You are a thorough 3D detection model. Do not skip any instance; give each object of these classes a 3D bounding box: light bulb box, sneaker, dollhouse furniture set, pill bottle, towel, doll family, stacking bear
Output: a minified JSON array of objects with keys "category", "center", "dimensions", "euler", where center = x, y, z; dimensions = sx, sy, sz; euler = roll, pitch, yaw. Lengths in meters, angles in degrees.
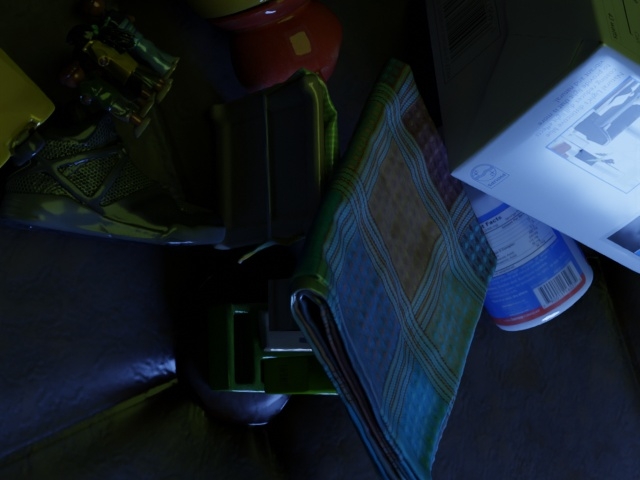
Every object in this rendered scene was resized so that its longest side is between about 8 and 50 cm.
[{"category":"light bulb box","center":[0.323,-0.186,1.849],"dimensions":[0.361,0.225,0.358],"euler":[26,41,-29]},{"category":"sneaker","center":[-0.185,-0.060,1.645],"dimensions":[0.227,0.087,0.130],"euler":[11,84,-28]},{"category":"dollhouse furniture set","center":[0.000,0.000,1.699],"dimensions":[0.151,0.197,0.302],"euler":[2,84,-33]},{"category":"pill bottle","center":[0.190,-0.023,1.879],"dimensions":[0.124,0.124,0.221],"euler":[-41,107,-31]},{"category":"towel","center":[0.079,0.030,1.631],"dimensions":[0.271,0.040,0.370],"euler":[63,31,-29]},{"category":"doll family","center":[-0.193,-0.170,1.627],"dimensions":[0.111,0.193,0.076],"euler":[35,100,-11]},{"category":"stacking bear","center":[-0.069,-0.274,1.717],"dimensions":[0.164,0.175,0.289],"euler":[-36,112,-34]}]

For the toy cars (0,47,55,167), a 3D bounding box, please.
[{"category":"toy cars","center":[-0.332,-0.180,1.564],"dimensions":[0.176,0.087,0.394],"euler":[6,78,-31]}]
